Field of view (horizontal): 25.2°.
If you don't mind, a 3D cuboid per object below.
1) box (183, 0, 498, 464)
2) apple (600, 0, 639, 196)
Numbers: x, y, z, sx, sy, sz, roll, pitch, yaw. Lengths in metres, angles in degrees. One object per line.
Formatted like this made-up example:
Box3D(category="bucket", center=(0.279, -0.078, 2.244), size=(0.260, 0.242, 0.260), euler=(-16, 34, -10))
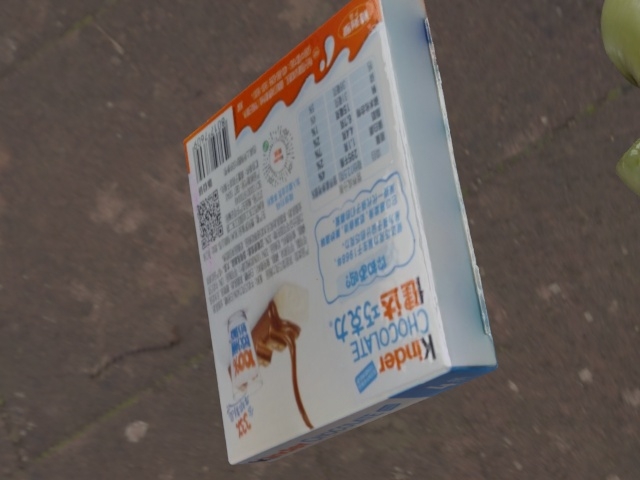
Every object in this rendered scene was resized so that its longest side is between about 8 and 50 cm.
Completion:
Box3D(category="box", center=(0.000, 0.000, 0.998), size=(0.273, 0.048, 0.265), euler=(-30, 63, 50))
Box3D(category="apple", center=(0.412, -0.141, 1.325), size=(0.258, 0.295, 0.233), euler=(-17, 35, -10))
